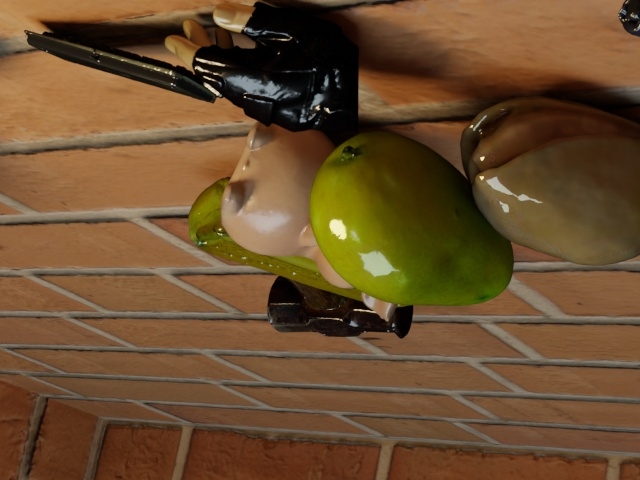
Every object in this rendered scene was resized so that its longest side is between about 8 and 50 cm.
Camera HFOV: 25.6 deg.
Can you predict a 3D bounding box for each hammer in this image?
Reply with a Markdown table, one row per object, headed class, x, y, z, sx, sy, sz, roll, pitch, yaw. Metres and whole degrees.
| class | x | y | z | sx | sy | sz | roll | pitch | yaw |
| --- | --- | --- | --- | --- | --- | --- | --- | --- | --- |
| hammer | -0.027 | 0.044 | 2.220 | 0.242 | 0.095 | 0.409 | 2 | 155 | 27 |

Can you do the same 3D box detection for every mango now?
| class | x | y | z | sx | sy | sz | roll | pitch | yaw |
| --- | --- | --- | --- | --- | --- | --- | --- | --- | --- |
| mango | 0.096 | -0.021 | 1.541 | 0.149 | 0.185 | 0.273 | -36 | 151 | 31 |

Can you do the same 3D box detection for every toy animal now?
| class | x | y | z | sx | sy | sz | roll | pitch | yaw |
| --- | --- | --- | --- | --- | --- | --- | --- | --- | --- |
| toy animal | 0.018 | -0.044 | 1.715 | 0.256 | 0.195 | 0.213 | 25 | 175 | -1 |

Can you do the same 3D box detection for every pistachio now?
| class | x | y | z | sx | sy | sz | roll | pitch | yaw |
| --- | --- | --- | --- | --- | --- | --- | --- | --- | --- |
| pistachio | 0.275 | -0.064 | 1.530 | 0.293 | 0.162 | 0.181 | 21 | 134 | -30 |

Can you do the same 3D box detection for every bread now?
| class | x | y | z | sx | sy | sz | roll | pitch | yaw |
| --- | --- | --- | --- | --- | --- | --- | --- | --- | --- |
| bread | 0.000 | 0.000 | 1.978 | 0.383 | 0.112 | 0.166 | 19 | 163 | -28 |

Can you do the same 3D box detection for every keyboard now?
| class | x | y | z | sx | sy | sz | roll | pitch | yaw |
| --- | --- | --- | --- | --- | --- | --- | --- | --- | --- |
| keyboard | -0.221 | -0.194 | 1.543 | 0.230 | 0.025 | 0.094 | 19 | 178 | 31 |

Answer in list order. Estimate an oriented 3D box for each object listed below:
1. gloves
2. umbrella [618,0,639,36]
| class | x | y | z | sx | sy | sz | roll | pitch | yaw |
| --- | --- | --- | --- | --- | --- | --- | --- | --- | --- |
| gloves | -0.060 | -0.180 | 1.460 | 0.203 | 0.124 | 0.164 | 2 | 144 | 2 |
| umbrella | 0.379 | -0.181 | 1.264 | 0.248 | 0.071 | 0.071 | 14 | 163 | -23 |
